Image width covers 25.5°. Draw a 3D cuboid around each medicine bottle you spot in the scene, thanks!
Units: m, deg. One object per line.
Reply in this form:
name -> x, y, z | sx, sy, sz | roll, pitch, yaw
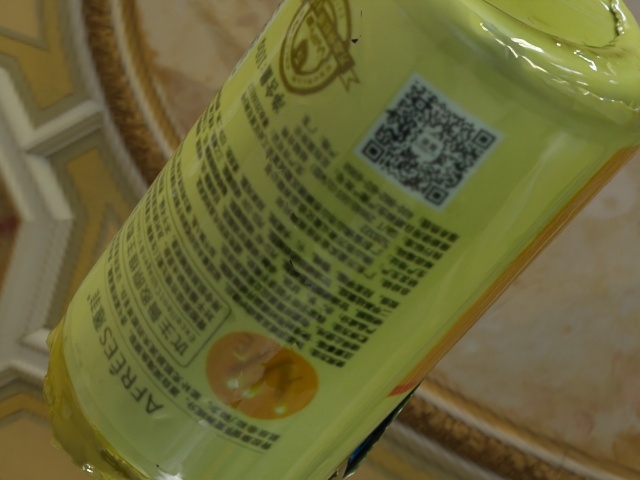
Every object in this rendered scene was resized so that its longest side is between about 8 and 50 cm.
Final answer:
medicine bottle -> 0.000, 0.000, 0.476 | 0.124, 0.124, 0.239 | 43, -58, 9
